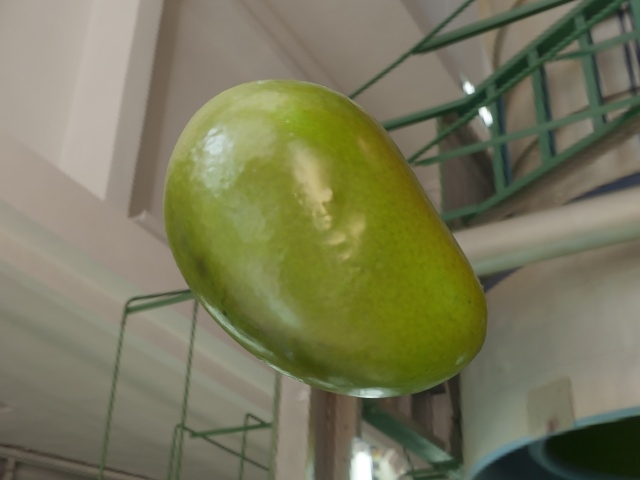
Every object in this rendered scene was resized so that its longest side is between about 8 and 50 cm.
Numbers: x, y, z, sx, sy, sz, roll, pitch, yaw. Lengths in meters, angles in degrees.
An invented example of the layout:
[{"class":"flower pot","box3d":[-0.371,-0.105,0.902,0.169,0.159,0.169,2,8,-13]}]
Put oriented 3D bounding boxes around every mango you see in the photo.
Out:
[{"class":"mango","box3d":[-0.009,0.002,0.644,0.273,0.185,0.149,58,176,16]}]
